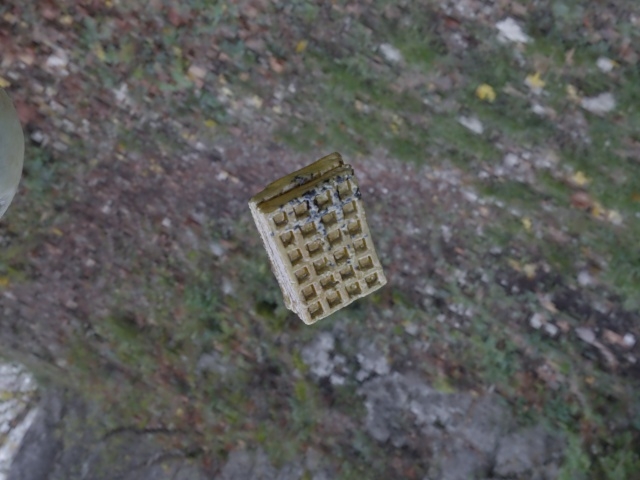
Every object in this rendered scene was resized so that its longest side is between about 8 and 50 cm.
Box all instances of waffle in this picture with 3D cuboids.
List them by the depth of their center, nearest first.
[{"bbox_3d":[0.000,0.000,0.967,0.042,0.102,0.148,50,162,52],"label":"waffle"}]

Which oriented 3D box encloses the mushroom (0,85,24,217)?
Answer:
[{"bbox_3d":[-0.572,-0.164,1.421,0.315,0.356,0.315,4,170,1],"label":"mushroom"}]
